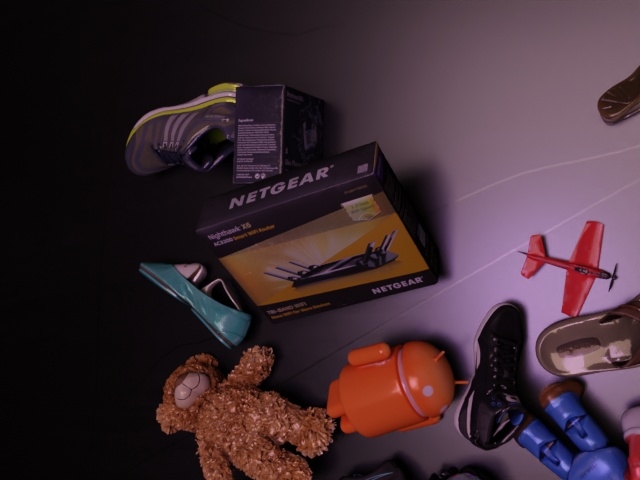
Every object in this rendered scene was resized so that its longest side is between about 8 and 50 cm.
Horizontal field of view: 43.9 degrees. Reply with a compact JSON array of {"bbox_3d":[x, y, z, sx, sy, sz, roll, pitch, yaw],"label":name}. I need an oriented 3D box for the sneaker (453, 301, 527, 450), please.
[{"bbox_3d":[0.274,0.205,1.172,0.079,0.121,0.216,16,91,-16],"label":"sneaker"}]

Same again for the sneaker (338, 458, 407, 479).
[{"bbox_3d":[0.048,0.457,1.325,0.267,0.101,0.106,-33,51,26],"label":"sneaker"}]

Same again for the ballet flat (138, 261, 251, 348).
[{"bbox_3d":[-0.219,0.094,1.444,0.247,0.083,0.087,37,81,20],"label":"ballet flat"}]

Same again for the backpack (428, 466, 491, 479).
[{"bbox_3d":[0.196,0.428,1.185,0.115,0.182,0.152,-35,72,45],"label":"backpack"}]

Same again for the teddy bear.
[{"bbox_3d":[-0.138,0.309,1.366,0.338,0.113,0.245,42,97,24],"label":"teddy bear"}]

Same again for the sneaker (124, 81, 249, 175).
[{"bbox_3d":[-0.236,-0.172,1.387,0.300,0.111,0.121,-21,46,33],"label":"sneaker"}]

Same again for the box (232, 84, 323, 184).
[{"bbox_3d":[-0.067,-0.167,1.317,0.093,0.156,0.158,2,91,24],"label":"box"}]

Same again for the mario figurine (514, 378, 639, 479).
[{"bbox_3d":[0.421,0.358,1.122,0.320,0.170,0.198,53,148,35],"label":"mario figurine"}]

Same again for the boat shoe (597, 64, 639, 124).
[{"bbox_3d":[0.471,-0.220,1.137,0.153,0.048,0.056,-36,64,14],"label":"boat shoe"}]

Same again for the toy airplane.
[{"bbox_3d":[0.368,0.035,1.191,0.151,0.028,0.151,1,93,25],"label":"toy airplane"}]

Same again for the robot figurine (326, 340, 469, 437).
[{"bbox_3d":[0.116,0.233,1.255,0.219,0.128,0.158,-24,82,23],"label":"robot figurine"}]

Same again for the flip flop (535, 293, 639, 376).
[{"bbox_3d":[0.439,0.131,1.132,0.277,0.080,0.112,-20,83,24],"label":"flip flop"}]

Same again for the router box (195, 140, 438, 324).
[{"bbox_3d":[0.000,0.000,1.253,0.309,0.243,0.081,-17,39,24],"label":"router box"}]
